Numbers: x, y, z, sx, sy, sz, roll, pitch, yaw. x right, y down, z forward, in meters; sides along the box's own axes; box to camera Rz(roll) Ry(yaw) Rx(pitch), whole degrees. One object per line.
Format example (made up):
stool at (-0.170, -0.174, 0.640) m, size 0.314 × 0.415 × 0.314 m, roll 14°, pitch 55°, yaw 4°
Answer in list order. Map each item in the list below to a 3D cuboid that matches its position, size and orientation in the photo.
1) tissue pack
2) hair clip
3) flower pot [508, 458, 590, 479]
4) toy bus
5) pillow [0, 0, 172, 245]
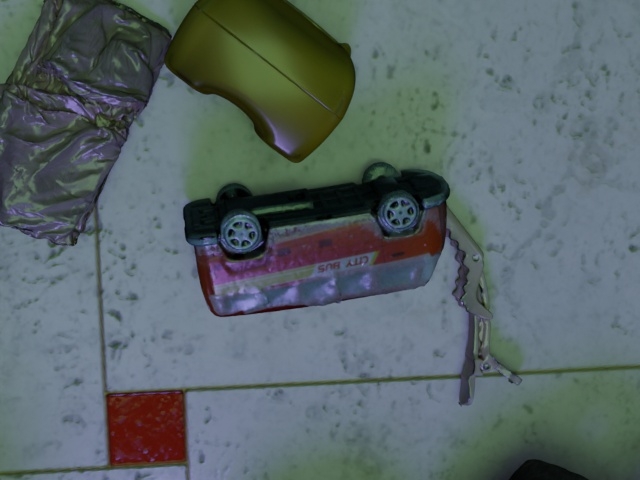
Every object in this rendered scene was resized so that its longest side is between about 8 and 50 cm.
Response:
tissue pack at (-0.051, -0.171, 1.059) m, size 0.178 × 0.123 × 0.127 m, roll 36°, pitch 98°, yaw -11°
hair clip at (0.168, 0.064, 1.174) m, size 0.072 × 0.034 × 0.225 m, roll -11°, pitch 100°, yaw -8°
flower pot at (0.251, 0.326, 1.158) m, size 0.235 × 0.235 × 0.148 m, roll 32°, pitch 75°, yaw -11°
toy bus at (0.000, 0.000, 1.105) m, size 0.265 × 0.121 × 0.119 m, roll -9°, pitch 110°, yaw -6°
pillow at (-0.248, -0.122, 1.065) m, size 0.135 × 0.049 × 0.248 m, roll 27°, pitch 88°, yaw -21°
